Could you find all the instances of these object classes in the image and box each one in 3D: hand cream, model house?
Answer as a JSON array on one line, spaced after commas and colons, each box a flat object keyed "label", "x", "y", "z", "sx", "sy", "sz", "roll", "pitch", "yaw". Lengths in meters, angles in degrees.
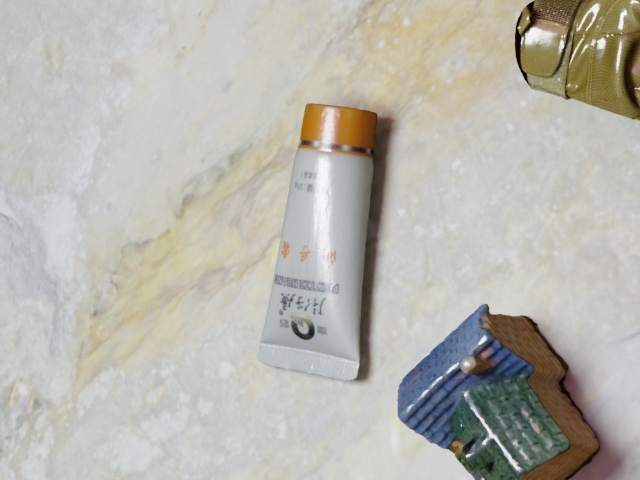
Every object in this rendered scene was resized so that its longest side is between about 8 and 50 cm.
[{"label": "hand cream", "x": 0.000, "y": 0.000, "z": 1.944, "sx": 0.139, "sy": 0.089, "sz": 0.314, "roll": 5, "pitch": 92, "yaw": 32}, {"label": "model house", "x": 0.177, "y": 0.182, "z": 1.757, "sx": 0.166, "sy": 0.172, "sz": 0.183, "roll": -44, "pitch": 65, "yaw": 15}]

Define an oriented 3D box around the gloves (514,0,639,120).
[{"label": "gloves", "x": 0.362, "y": -0.204, "z": 1.740, "sx": 0.331, "sy": 0.141, "sz": 0.154, "roll": 7, "pitch": 59, "yaw": 39}]
